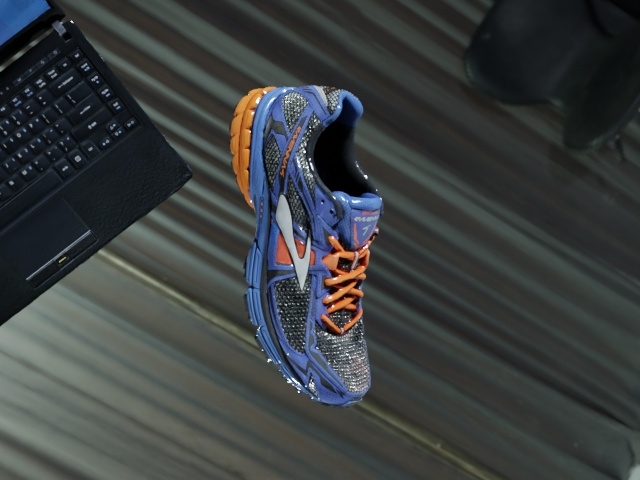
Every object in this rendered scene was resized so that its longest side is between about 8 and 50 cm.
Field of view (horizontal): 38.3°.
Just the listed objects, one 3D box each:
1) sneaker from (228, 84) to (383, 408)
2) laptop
[{"bbox_3d":[0.000,0.000,0.601,0.087,0.221,0.083,-13,-2,36],"label":"sneaker"},{"bbox_3d":[-0.264,-0.073,0.708,0.234,0.264,0.136,-37,17,-2],"label":"laptop"}]
